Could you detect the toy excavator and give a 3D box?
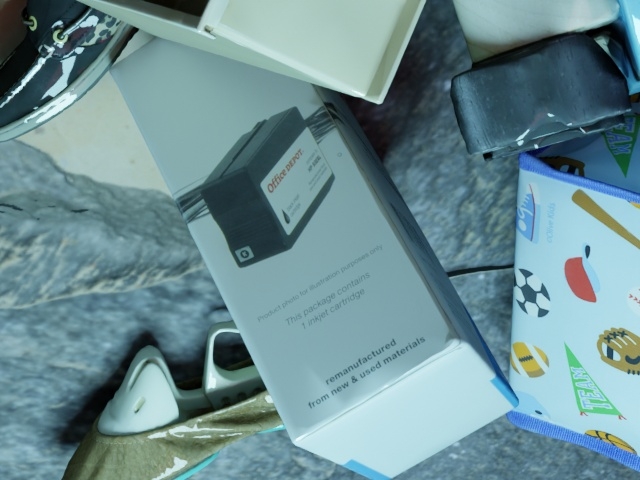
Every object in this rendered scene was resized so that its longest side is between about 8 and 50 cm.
[{"bbox_3d":[0.301,-0.219,0.868,0.445,0.433,0.222,-15,91,13],"label":"toy excavator"}]

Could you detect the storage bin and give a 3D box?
[{"bbox_3d":[-0.034,-0.233,0.708,0.123,0.262,0.260,21,93,-37],"label":"storage bin"}]

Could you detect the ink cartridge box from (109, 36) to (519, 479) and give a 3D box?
[{"bbox_3d":[0.000,0.000,0.893,0.129,0.307,0.223,-31,156,7],"label":"ink cartridge box"}]

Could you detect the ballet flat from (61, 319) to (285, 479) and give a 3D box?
[{"bbox_3d":[-0.098,0.141,1.152,0.342,0.116,0.124,-19,111,-5],"label":"ballet flat"}]

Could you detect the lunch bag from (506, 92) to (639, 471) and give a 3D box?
[{"bbox_3d":[0.378,0.051,1.058,0.239,0.386,0.327,-46,143,-37],"label":"lunch bag"}]

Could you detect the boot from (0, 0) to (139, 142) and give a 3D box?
[{"bbox_3d":[-0.199,-0.197,0.848,0.236,0.085,0.178,-43,127,7],"label":"boot"}]
